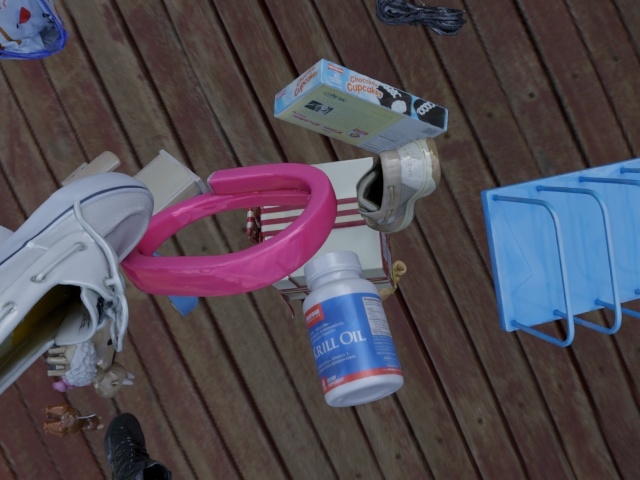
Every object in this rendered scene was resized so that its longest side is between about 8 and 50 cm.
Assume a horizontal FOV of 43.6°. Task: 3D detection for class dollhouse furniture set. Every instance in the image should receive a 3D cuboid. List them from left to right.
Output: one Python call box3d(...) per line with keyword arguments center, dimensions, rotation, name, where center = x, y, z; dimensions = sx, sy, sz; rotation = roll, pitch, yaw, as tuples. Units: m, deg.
box3d(center=(-0.353, -0.034, 1.757), dimensions=(0.198, 0.303, 0.286), rotation=(-43, 56, -15), name="dollhouse furniture set")

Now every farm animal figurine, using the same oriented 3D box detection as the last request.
box3d(center=(-0.480, 0.241, 1.700), dimensions=(0.172, 0.330, 0.326), rotation=(4, 129, -14), name="farm animal figurine")

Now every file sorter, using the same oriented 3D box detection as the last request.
box3d(center=(0.232, 0.004, 0.625), dimensions=(0.170, 0.104, 0.118), rotation=(-12, 99, -13), name="file sorter")

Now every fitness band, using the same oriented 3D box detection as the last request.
box3d(center=(-0.111, -0.016, 0.949), dimensions=(0.291, 0.209, 0.054), rotation=(-3, 124, 35), name="fitness band")

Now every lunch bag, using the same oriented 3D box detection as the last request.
box3d(center=(-0.734, -0.531, 1.693), dimensions=(0.386, 0.328, 0.238), rotation=(25, 104, -31), name="lunch bag")

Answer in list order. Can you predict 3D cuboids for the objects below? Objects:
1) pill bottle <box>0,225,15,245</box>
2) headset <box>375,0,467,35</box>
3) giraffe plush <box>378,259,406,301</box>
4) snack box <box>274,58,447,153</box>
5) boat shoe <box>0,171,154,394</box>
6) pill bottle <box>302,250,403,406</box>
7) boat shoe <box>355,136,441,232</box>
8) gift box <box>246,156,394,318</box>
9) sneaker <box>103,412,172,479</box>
box3d(center=(-0.535, 0.118, 1.181), dimensions=(0.162, 0.162, 0.278), rotation=(3, 61, 1), name="pill bottle")
box3d(center=(0.162, -0.428, 0.977), dimensions=(0.185, 0.243, 0.394), rotation=(11, 138, -11), name="headset")
box3d(center=(0.102, 0.085, 1.850), dimensions=(0.171, 0.210, 0.181), rotation=(34, 124, -10), name="giraffe plush")
box3d(center=(0.086, -0.270, 1.692), dimensions=(0.322, 0.187, 0.060), rotation=(15, 68, -30), name="snack box")
box3d(center=(-0.246, 0.056, 0.781), dimensions=(0.157, 0.367, 0.135), rotation=(25, 125, 14), name="boat shoe")
box3d(center=(0.041, 0.134, 1.237), dimensions=(0.124, 0.124, 0.221), rotation=(-17, 66, 2), name="pill bottle")
box3d(center=(0.101, -0.081, 1.279), dimensions=(0.098, 0.302, 0.109), rotation=(-8, 78, -12), name="boat shoe")
box3d(center=(0.000, 0.000, 1.565), dimensions=(0.258, 0.255, 0.276), rotation=(-5, 71, 10), name="gift box")
box3d(center=(-0.191, 0.252, 0.858), dimensions=(0.089, 0.170, 0.051), rotation=(-35, 133, 30), name="sneaker")
